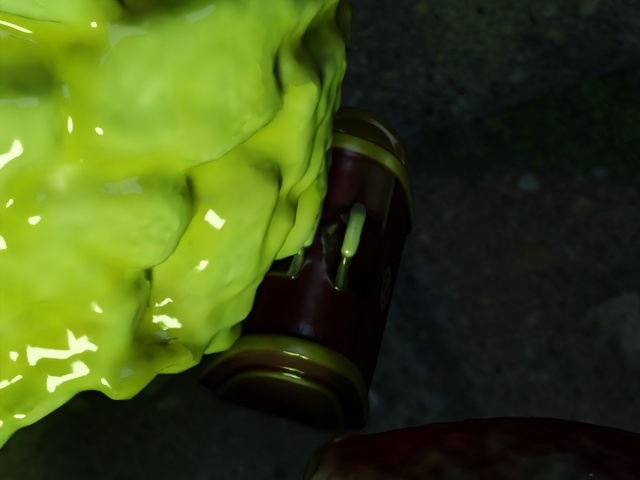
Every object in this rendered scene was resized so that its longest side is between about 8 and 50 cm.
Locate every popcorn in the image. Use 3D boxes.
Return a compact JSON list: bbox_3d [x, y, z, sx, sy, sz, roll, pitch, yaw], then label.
[{"bbox_3d":[-0.127,-0.074,0.508,0.292,0.237,0.293,1,42,-1],"label":"popcorn"}]

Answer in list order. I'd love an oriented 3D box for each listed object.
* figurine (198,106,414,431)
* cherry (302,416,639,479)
[{"bbox_3d":[0.001,-0.001,0.592,0.082,0.098,0.154,14,65,2],"label":"figurine"},{"bbox_3d":[0.104,0.181,0.459,0.230,0.203,0.300,-40,68,-16],"label":"cherry"}]
